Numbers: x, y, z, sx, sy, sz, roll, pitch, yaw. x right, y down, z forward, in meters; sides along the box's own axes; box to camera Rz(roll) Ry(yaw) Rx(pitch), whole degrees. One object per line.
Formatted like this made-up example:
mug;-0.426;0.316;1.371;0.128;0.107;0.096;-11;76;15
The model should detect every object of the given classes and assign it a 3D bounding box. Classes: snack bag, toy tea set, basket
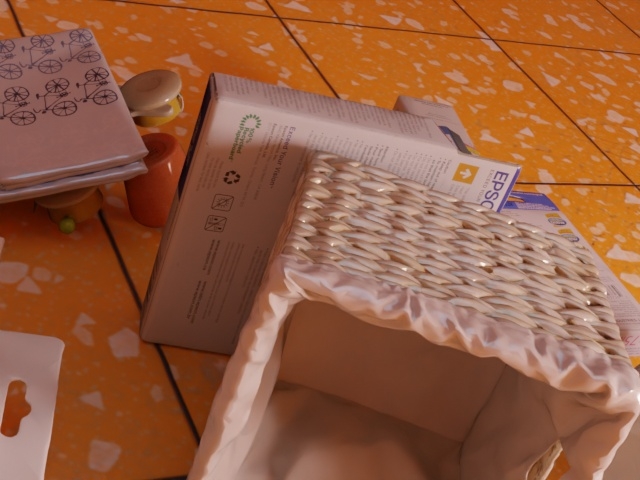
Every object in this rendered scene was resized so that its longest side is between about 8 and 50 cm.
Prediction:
snack bag;-0.410;-0.148;1.330;0.342;0.037;0.323;-13;43;-16
toy tea set;-0.255;-0.114;1.425;0.200;0.124;0.336;-12;41;3
basket;0.078;0.136;1.038;0.331;0.328;0.266;19;31;-3

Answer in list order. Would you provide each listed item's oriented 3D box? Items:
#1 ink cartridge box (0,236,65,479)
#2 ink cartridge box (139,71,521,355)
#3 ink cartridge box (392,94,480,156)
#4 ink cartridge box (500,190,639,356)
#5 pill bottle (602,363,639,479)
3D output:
ink cartridge box;-0.383;0.077;0.891;0.353;0.119;0.207;12;36;-16
ink cartridge box;0.000;0.000;1.182;0.330;0.324;0.071;10;36;-17
ink cartridge box;0.148;-0.079;1.530;0.093;0.154;0.212;10;34;-21
ink cartridge box;0.313;0.041;1.542;0.185;0.065;0.311;1;41;-29
pill bottle;0.422;0.209;1.277;0.160;0.160;0.283;38;37;23
